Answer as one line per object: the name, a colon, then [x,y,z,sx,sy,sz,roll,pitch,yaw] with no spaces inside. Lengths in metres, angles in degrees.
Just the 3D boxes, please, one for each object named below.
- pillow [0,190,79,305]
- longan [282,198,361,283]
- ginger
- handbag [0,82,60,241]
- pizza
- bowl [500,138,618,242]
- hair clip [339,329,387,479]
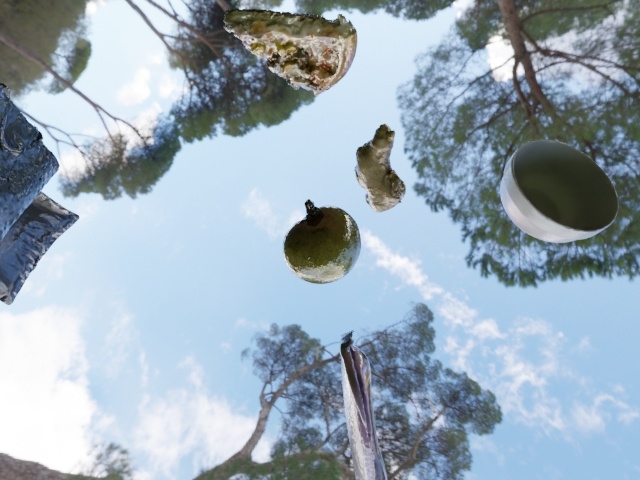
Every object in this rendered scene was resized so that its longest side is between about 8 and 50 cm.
pillow: [-0.565,-0.004,0.808,0.055,0.141,0.208,3,-123,42]
longan: [0.000,0.000,0.842,0.145,0.176,0.154,-12,-150,23]
ginger: [0.138,-0.177,1.093,0.138,0.213,0.074,4,-149,38]
handbag: [-0.439,-0.113,0.560,0.089,0.270,0.175,22,-116,3]
pizza: [-0.049,-0.282,0.647,0.185,0.195,0.052,144,-38,-70]
bowl: [0.596,-0.110,1.154,0.287,0.143,0.286,6,-122,-9]
hair clip: [0.062,0.261,0.501,0.096,0.358,0.110,-6,-163,35]
